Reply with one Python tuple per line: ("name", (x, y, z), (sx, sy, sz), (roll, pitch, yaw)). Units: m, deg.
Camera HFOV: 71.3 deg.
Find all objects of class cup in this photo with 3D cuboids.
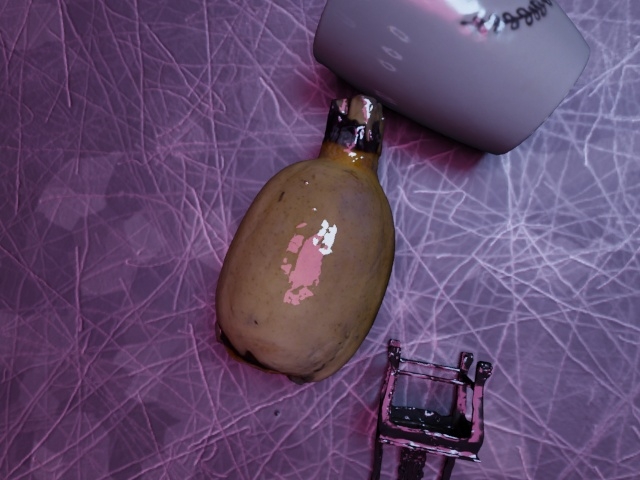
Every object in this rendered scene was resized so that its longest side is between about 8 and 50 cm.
("cup", (0.157, -0.238, 0.485), (0.234, 0.186, 0.258), (34, 65, -1))

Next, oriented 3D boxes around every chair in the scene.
("chair", (0.111, 0.232, 0.494), (0.106, 0.113, 0.229), (8, 86, 9))

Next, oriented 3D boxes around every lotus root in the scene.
("lotus root", (0.000, 0.000, 0.477), (0.183, 0.183, 0.309), (20, 90, 8))
